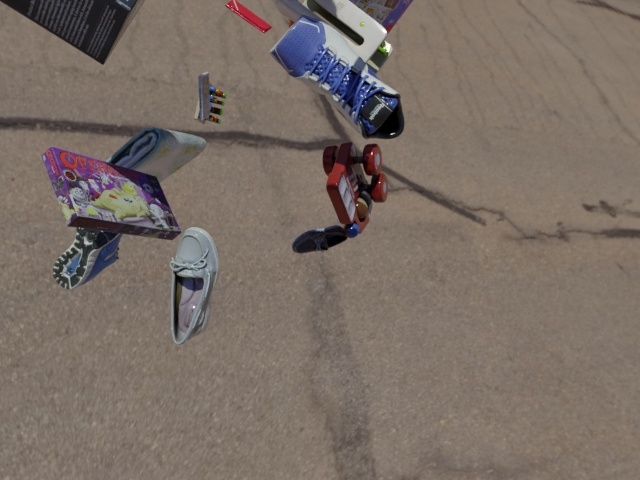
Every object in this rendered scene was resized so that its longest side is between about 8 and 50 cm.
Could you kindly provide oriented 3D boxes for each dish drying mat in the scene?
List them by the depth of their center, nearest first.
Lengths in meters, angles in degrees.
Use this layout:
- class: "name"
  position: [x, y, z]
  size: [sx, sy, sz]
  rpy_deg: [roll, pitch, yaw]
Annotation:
- class: "dish drying mat"
  position: [-0.128, -0.404, 0.919]
  size: [0.083, 0.008, 0.032]
  rpy_deg: [34, 45, -4]

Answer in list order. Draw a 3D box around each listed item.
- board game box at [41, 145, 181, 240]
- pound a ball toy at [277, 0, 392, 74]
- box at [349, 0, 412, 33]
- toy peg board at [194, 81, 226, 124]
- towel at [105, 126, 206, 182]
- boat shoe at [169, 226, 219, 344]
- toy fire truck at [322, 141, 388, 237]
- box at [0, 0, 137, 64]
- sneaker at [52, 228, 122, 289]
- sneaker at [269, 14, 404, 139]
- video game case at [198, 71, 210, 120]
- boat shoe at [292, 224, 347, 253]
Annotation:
- class: "board game box"
  position: [-0.530, -0.111, 1.335]
  size: [0.208, 0.056, 0.347]
  rpy_deg: [57, 18, 19]
- class: "pound a ball toy"
  position: [0.003, -0.524, 1.210]
  size: [0.319, 0.135, 0.208]
  rpy_deg: [41, 11, 10]
- class: "box"
  position: [0.201, -0.811, 1.694]
  size: [0.201, 0.293, 0.057]
  rpy_deg: [3, 62, -30]
- class: "toy peg board"
  position: [-0.431, -0.541, 2.026]
  size: [0.079, 0.160, 0.161]
  rpy_deg: [13, 95, -5]
- class: "towel"
  position: [-0.615, -0.262, 1.777]
  size: [0.090, 0.375, 0.320]
  rpy_deg: [59, 15, -1]
- class: "boat shoe"
  position: [-0.354, 0.124, 1.392]
  size: [0.118, 0.320, 0.103]
  rpy_deg: [13, 15, 9]
- class: "toy fire truck"
  position: [0.097, -0.149, 1.599]
  size: [0.169, 0.302, 0.253]
  rpy_deg: [2, 52, 22]
- class: "box"
  position: [-0.497, -0.577, 1.032]
  size: [0.294, 0.183, 0.296]
  rpy_deg: [31, 50, -25]
- class: "sneaker"
  position: [-0.689, 0.002, 1.592]
  size: [0.130, 0.330, 0.147]
  rpy_deg: [39, 4, 4]
- class: "sneaker"
  position: [0.065, -0.302, 0.997]
  size: [0.316, 0.127, 0.182]
  rpy_deg: [34, 14, -29]
- class: "video game case"
  position: [-0.331, -0.412, 1.457]
  size: [0.011, 0.122, 0.087]
  rpy_deg: [5, 25, 1]
- class: "boat shoe"
  position: [0.000, 0.000, 1.618]
  size: [0.183, 0.066, 0.066]
  rpy_deg: [-22, 31, -16]
